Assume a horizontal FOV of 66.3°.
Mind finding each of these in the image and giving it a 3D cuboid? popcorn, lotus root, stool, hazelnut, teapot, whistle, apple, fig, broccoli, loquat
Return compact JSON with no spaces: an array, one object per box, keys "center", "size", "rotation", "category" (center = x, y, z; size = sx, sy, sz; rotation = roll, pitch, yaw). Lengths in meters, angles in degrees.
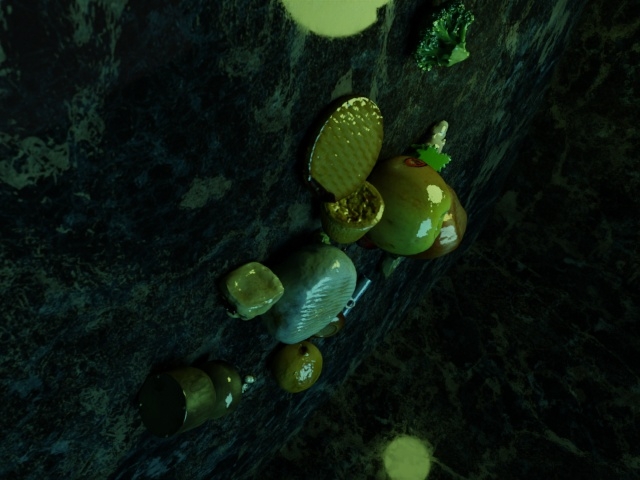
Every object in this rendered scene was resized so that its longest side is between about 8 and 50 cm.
[{"center":[0.003,-0.001,1.660],"size":[0.068,0.059,0.083],"rotation":[-51,165,-4],"category":"popcorn"},{"center":[0.333,0.120,2.432],"size":[0.144,0.070,0.143],"rotation":[-62,161,12],"category":"lotus root"},{"center":[-0.381,0.462,1.459],"size":[0.179,0.179,0.264],"rotation":[-57,156,10],"category":"stool"},{"center":[0.430,-0.075,2.065],"size":[0.372,0.315,0.372],"rotation":[-11,130,-13],"category":"hazelnut"},{"center":[-0.001,0.337,2.071],"size":[0.178,0.135,0.252],"rotation":[22,129,-32],"category":"teapot"},{"center":[0.132,0.295,2.319],"size":[0.304,0.062,0.062],"rotation":[-54,157,4],"category":"whistle"},{"center":[0.300,-0.120,1.728],"size":[0.338,0.305,0.338],"rotation":[-40,152,-26],"category":"apple"},{"center":[0.202,-0.012,1.934],"size":[0.128,0.150,0.128],"rotation":[-37,-166,11],"category":"fig"},{"center":[0.339,-0.567,1.367],"size":[0.195,0.156,0.195],"rotation":[-16,163,-5],"category":"broccoli"},{"center":[-0.098,0.528,2.056],"size":[0.238,0.193,0.238],"rotation":[-41,160,-19],"category":"loquat"}]

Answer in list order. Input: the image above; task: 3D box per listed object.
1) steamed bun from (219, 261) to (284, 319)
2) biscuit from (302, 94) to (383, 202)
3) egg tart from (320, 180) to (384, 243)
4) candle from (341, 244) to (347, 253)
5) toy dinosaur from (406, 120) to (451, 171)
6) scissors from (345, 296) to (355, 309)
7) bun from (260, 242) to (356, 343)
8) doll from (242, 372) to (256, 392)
[{"center":[-0.214,0.164,1.420],"size":[0.172,0.141,0.155],"rotation":[-25,159,-42],"category":"steamed bun"},{"center":[0.067,-0.255,1.380],"size":[0.318,0.040,0.318],"rotation":[-33,140,-33],"category":"biscuit"},{"center":[0.090,-0.085,1.546],"size":[0.202,0.202,0.147],"rotation":[-40,163,-26],"category":"egg tart"},{"center":[0.086,0.064,1.953],"size":[0.026,0.021,0.167],"rotation":[-13,140,-26],"category":"candle"},{"center":[0.407,-0.359,1.862],"size":[0.194,0.152,0.177],"rotation":[-57,-163,33],"category":"toy dinosaur"},{"center":[0.127,0.236,2.245],"size":[0.100,0.015,0.189],"rotation":[5,112,-19],"category":"scissors"},{"center":[-0.049,0.165,1.601],"size":[0.362,0.211,0.362],"rotation":[-38,151,-25],"category":"bun"},{"center":[-0.291,0.570,1.956],"size":[0.058,0.040,0.085],"rotation":[4,117,-48],"category":"doll"}]
